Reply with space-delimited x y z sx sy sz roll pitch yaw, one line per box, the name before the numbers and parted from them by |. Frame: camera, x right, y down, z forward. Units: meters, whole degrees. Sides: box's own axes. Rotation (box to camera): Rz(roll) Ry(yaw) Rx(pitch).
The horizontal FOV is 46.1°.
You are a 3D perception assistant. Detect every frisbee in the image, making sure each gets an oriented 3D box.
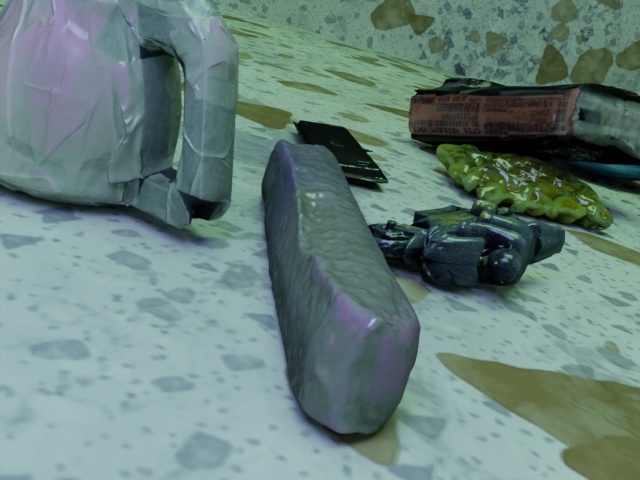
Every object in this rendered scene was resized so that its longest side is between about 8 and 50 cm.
frisbee | 0.505 -0.148 1.396 0.242 0.045 0.242 13 19 -5

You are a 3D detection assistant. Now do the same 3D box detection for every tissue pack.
tissue pack | 0.320 -0.183 1.140 0.245 0.123 0.332 5 6 -35

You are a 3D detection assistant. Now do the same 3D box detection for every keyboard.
keyboard | 0.021 -0.114 0.952 0.094 0.025 0.230 9 19 -12

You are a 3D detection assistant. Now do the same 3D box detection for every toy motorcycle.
toy motorcycle | 0.135 0.004 0.647 0.193 0.061 0.124 -6 21 -34

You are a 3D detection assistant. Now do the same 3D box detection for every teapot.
teapot | -0.171 -0.118 0.572 0.163 0.178 0.221 0 25 -37

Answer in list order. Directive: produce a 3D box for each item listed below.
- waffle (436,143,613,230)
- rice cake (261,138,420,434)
waffle | 0.273 -0.082 1.012 0.223 0.054 0.204 11 19 -12
rice cake | 0.000 0.001 0.540 0.064 0.070 0.399 15 19 -13
